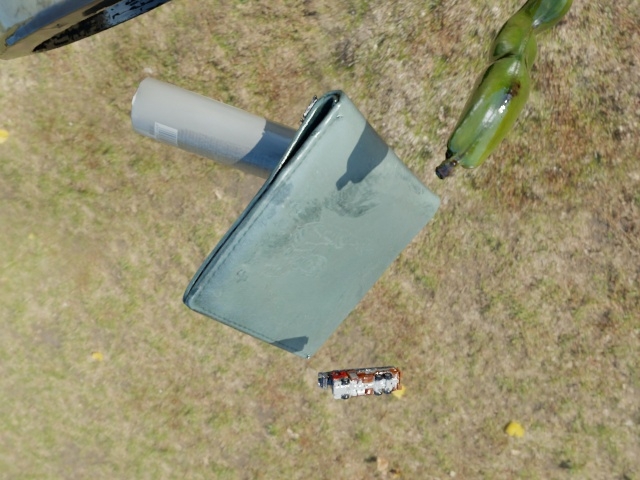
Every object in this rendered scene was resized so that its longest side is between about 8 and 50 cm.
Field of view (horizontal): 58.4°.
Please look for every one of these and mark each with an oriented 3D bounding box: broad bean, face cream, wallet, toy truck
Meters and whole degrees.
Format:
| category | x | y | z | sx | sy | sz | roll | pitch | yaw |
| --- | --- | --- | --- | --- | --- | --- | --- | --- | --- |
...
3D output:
| category | x | y | z | sx | sy | sz | roll | pitch | yaw |
| --- | --- | --- | --- | --- | --- | --- | --- | --- | --- |
| broad bean | 0.164 | -0.140 | 0.510 | 0.048 | 0.070 | 0.213 | 31 | 81 | -9 |
| face cream | -0.110 | -0.133 | 0.763 | 0.269 | 0.073 | 0.107 | 20 | 168 | -2 |
| wallet | -0.001 | -0.001 | 0.697 | 0.290 | 0.054 | 0.251 | -50 | 136 | 1 |
| toy truck | 0.039 | 0.139 | 0.568 | 0.083 | 0.032 | 0.024 | -4 | 110 | -14 |

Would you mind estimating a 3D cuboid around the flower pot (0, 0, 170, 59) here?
| category | x | y | z | sx | sy | sz | roll | pitch | yaw |
| --- | --- | --- | --- | --- | --- | --- | --- | --- | --- |
| flower pot | -0.252 | -0.385 | 0.548 | 0.294 | 0.293 | 0.330 | -12 | 114 | 27 |
